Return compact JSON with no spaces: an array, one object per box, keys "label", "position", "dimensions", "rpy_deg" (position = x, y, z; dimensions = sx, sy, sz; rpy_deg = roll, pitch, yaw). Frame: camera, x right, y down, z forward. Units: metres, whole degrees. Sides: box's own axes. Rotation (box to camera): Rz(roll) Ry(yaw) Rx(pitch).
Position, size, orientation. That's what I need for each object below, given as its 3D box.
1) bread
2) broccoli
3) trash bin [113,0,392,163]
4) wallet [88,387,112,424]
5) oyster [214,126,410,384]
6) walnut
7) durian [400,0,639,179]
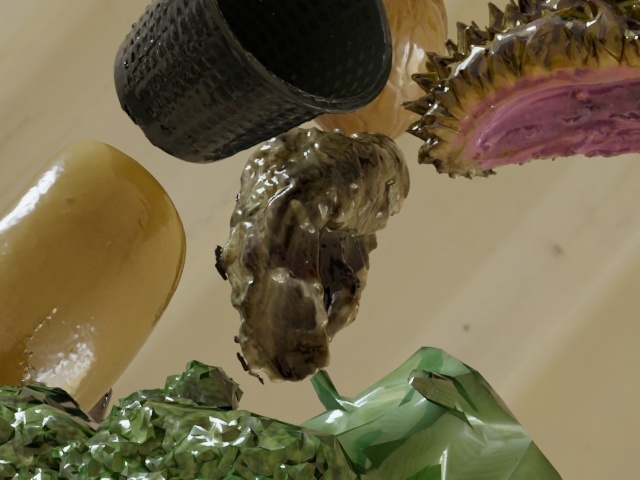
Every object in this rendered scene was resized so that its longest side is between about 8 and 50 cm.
[{"label":"bread","position":[-0.166,0.039,1.117],"dimensions":[0.098,0.217,0.147],"rpy_deg":[14,-35,34]},{"label":"broccoli","position":[-0.016,0.195,0.773],"dimensions":[0.413,0.310,0.321],"rpy_deg":[93,-17,-74]},{"label":"trash bin","position":[-0.060,-0.138,1.237],"dimensions":[0.175,0.175,0.161],"rpy_deg":[47,-46,-10]},{"label":"wallet","position":[-0.275,0.188,1.556],"dimensions":[0.133,0.039,0.243],"rpy_deg":[16,28,-5]},{"label":"oyster","position":[0.006,0.002,1.426],"dimensions":[0.094,0.294,0.166],"rpy_deg":[-22,-48,35]},{"label":"walnut","position":[0.047,-0.185,1.623],"dimensions":[0.159,0.159,0.206],"rpy_deg":[37,-41,31]},{"label":"durian","position":[0.215,-0.159,1.260],"dimensions":[0.341,0.191,0.112],"rpy_deg":[-9,-31,23]}]
